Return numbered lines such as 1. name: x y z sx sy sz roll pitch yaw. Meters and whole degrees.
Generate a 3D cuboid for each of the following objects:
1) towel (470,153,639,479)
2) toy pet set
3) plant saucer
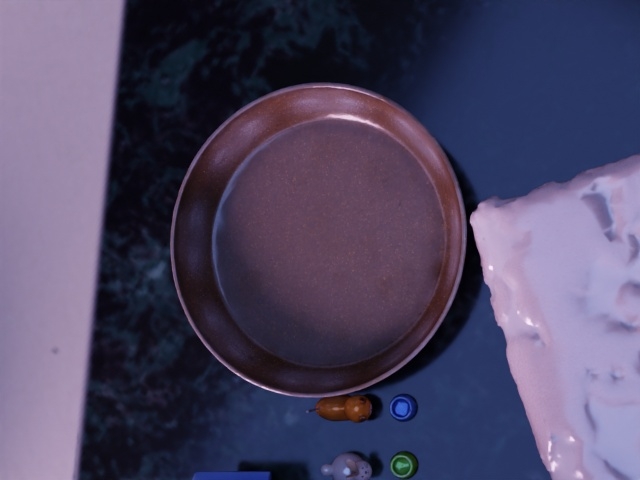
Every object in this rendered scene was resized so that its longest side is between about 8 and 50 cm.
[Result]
1. towel: 0.266 0.093 0.594 0.317 0.053 0.332 -18 81 11
2. toy pet set: -0.010 0.142 0.654 0.114 0.065 0.122 -2 83 14
3. plant saucer: 0.000 0.000 0.679 0.168 0.029 0.168 -2 83 21
